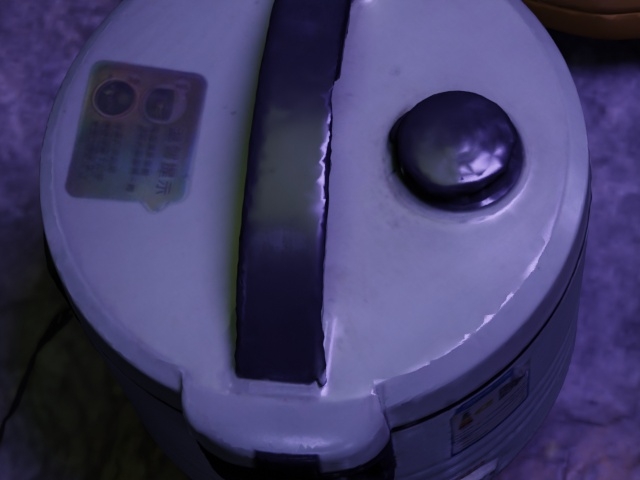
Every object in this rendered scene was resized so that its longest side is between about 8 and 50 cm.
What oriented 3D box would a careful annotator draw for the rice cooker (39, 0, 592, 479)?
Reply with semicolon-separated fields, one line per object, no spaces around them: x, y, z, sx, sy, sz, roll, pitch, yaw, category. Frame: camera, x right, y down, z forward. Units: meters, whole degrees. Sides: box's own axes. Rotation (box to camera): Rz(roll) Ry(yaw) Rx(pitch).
0.000;0.000;0.774;0.226;0.244;0.226;-1;68;2;rice cooker

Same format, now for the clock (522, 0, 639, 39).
0.066;-0.218;0.898;0.317;0.200;0.244;-5;63;14;clock
